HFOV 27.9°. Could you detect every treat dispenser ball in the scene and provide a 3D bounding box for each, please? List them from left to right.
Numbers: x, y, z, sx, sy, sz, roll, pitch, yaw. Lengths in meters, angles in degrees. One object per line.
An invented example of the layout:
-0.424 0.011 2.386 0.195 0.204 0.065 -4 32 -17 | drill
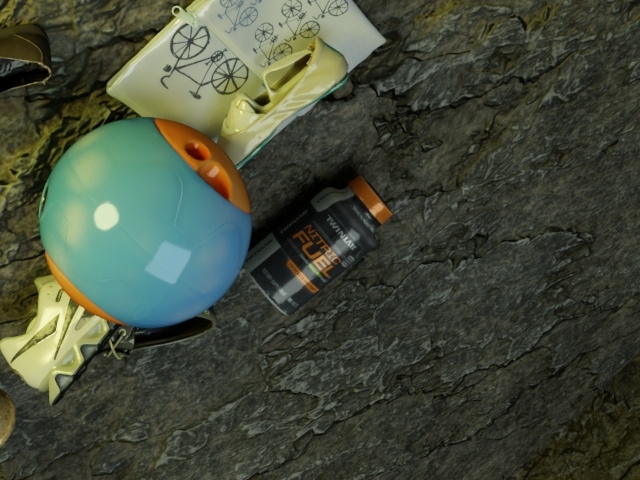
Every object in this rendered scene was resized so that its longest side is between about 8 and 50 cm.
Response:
-0.237 -0.025 1.752 0.288 0.288 0.288 -22 142 -18 | treat dispenser ball

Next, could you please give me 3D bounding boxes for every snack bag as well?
-0.101 -0.250 1.824 0.342 0.037 0.323 -40 145 7 | snack bag

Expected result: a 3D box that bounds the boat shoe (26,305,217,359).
-0.310 0.132 2.040 0.305 0.091 0.109 -13 139 -29 | boat shoe

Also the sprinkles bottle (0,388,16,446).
-0.585 0.208 1.874 0.121 0.121 0.355 -36 145 0 | sprinkles bottle

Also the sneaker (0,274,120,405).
-0.346 0.074 1.928 0.330 0.146 0.122 -50 178 -20 | sneaker

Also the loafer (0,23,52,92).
-0.427 -0.204 1.569 0.220 0.078 0.080 -22 142 -19 | loafer

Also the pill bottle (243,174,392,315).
0.000 0.000 2.113 0.245 0.130 0.130 -40 144 5 | pill bottle

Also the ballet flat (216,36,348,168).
-0.075 -0.197 1.825 0.248 0.086 0.086 -38 145 6 | ballet flat
